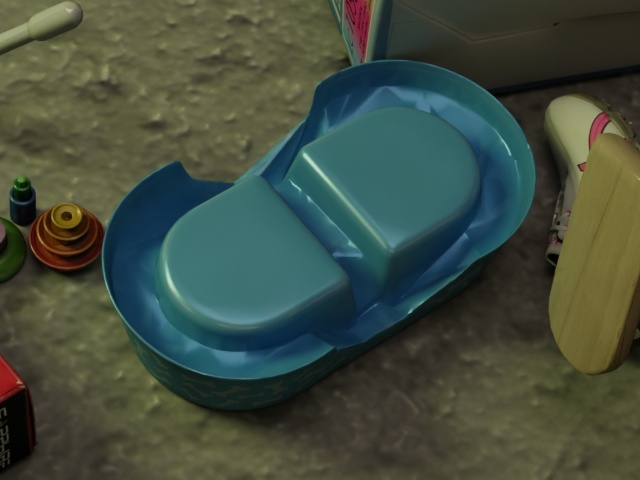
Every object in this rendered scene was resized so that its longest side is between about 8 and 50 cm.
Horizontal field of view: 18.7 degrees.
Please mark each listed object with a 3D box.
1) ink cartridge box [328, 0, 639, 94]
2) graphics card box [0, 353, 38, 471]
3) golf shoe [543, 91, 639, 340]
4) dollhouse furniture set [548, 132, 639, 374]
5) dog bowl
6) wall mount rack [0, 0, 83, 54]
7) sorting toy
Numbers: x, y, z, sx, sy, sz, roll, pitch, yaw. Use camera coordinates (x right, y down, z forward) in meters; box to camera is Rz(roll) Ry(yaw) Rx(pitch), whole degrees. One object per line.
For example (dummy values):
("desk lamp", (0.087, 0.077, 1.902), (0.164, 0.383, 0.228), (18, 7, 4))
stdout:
("ink cartridge box", (0.109, -0.305, 1.404), (0.270, 0.151, 0.395), (-10, 60, -14))
("graphics card box", (-0.377, 0.117, 1.101), (0.371, 0.094, 0.233), (-33, 66, -24))
("golf shoe", (0.182, -0.019, 1.273), (0.086, 0.067, 0.186), (-15, 60, -14))
("dollhouse furniture set", (0.381, 0.113, 1.134), (0.362, 0.256, 0.394), (-12, 41, -28))
("dog bowl", (0.000, 0.000, 1.235), (0.297, 0.074, 0.166), (-31, 65, -23))
("wall mount rack", (-0.304, -0.203, 1.299), (0.304, 0.130, 0.350), (4, 57, -5))
("sorting toy", (-0.189, -0.010, 1.237), (0.102, 0.042, 0.061), (-6, 57, -10))
